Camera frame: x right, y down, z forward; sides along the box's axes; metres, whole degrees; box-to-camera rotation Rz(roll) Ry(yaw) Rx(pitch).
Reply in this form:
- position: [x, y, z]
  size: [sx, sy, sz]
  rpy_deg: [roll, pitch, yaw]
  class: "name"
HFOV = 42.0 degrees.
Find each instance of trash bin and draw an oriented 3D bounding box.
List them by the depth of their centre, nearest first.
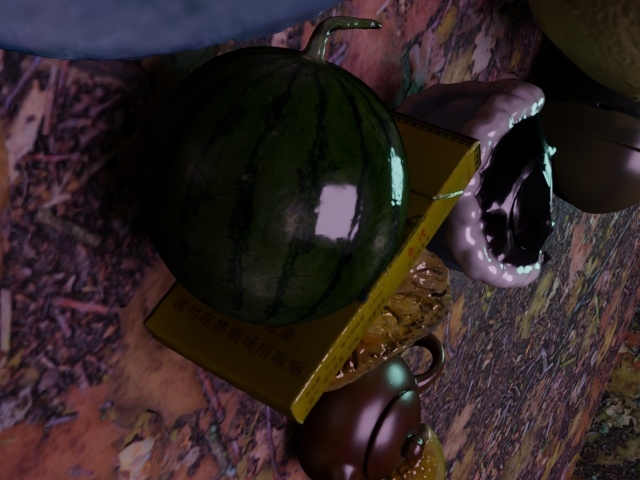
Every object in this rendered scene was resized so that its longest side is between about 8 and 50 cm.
- position: [0.404, -0.201, 1.157]
  size: [0.214, 0.214, 0.333]
  rpy_deg: [14, 91, -60]
  class: "trash bin"

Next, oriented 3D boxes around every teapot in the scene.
- position: [0.072, 0.201, 0.974]
  size: [0.252, 0.135, 0.178]
  rpy_deg: [-45, 149, -31]
  class: "teapot"

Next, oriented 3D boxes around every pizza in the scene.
- position: [0.140, 0.426, 1.306]
  size: [0.268, 0.087, 0.258]
  rpy_deg: [-64, 154, -8]
  class: "pizza"

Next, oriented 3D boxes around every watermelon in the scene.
- position: [-0.027, -0.048, 0.573]
  size: [0.188, 0.188, 0.214]
  rpy_deg: [-19, 133, -53]
  class: "watermelon"

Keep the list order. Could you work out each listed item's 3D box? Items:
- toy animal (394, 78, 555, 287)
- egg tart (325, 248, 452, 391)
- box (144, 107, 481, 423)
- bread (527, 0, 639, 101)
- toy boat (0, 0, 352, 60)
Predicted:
- position: [0.134, -0.054, 0.837]
  size: [0.156, 0.204, 0.208]
  rpy_deg: [-12, 108, -33]
  class: "toy animal"
- position: [0.020, 0.066, 0.809]
  size: [0.232, 0.098, 0.252]
  rpy_deg: [-45, 148, 25]
  class: "egg tart"
- position: [-0.001, 0.001, 0.689]
  size: [0.279, 0.153, 0.041]
  rpy_deg: [-53, 148, -22]
  class: "box"
- position: [0.382, -0.320, 0.917]
  size: [0.237, 0.320, 0.320]
  rpy_deg: [26, 88, -33]
  class: "bread"
- position: [-0.061, -0.199, 0.349]
  size: [0.123, 0.330, 0.215]
  rpy_deg: [-99, 164, -52]
  class: "toy boat"
